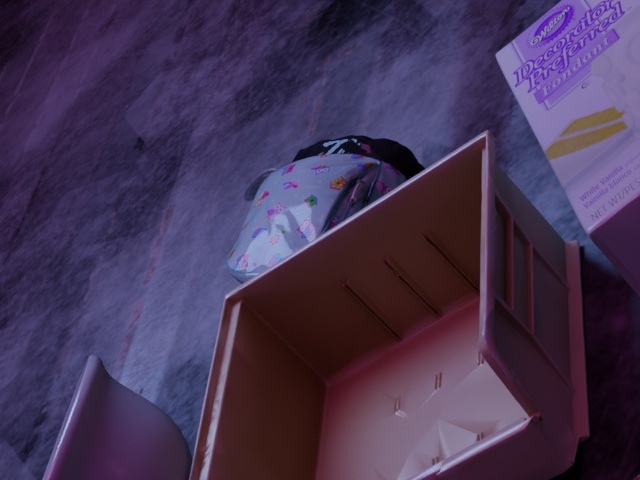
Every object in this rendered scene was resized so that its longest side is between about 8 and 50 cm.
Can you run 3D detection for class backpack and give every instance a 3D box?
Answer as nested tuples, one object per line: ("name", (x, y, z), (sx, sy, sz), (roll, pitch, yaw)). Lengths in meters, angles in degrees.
("backpack", (0.000, 0.000, 1.536), (0.152, 0.115, 0.182), (-13, 42, 45))

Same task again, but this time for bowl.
("bowl", (-0.159, 0.244, 1.315), (0.298, 0.134, 0.298), (-159, 90, -85))

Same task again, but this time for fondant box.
("fondant box", (0.275, -0.120, 1.323), (0.238, 0.096, 0.330), (-39, 24, 13))

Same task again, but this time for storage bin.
("storage bin", (0.050, 0.096, 1.297), (0.262, 0.123, 0.260), (-32, 27, 26))

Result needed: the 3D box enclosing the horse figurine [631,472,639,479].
("horse figurine", (0.209, 0.191, 0.937), (0.174, 0.066, 0.263), (-26, 30, 2))
